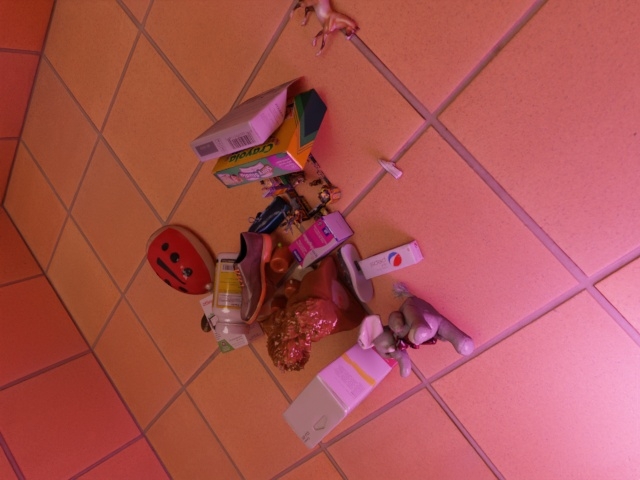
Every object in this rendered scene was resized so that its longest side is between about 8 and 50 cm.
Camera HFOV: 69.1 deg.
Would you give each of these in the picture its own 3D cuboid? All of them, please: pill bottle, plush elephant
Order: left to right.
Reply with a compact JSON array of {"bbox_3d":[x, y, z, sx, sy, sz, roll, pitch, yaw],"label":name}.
[{"bbox_3d":[-0.359,0.224,1.969,0.188,0.188,0.333,-1,81,36],"label":"pill bottle"},{"bbox_3d":[0.281,0.326,1.564,0.255,0.272,0.330,-60,38,17],"label":"plush elephant"}]

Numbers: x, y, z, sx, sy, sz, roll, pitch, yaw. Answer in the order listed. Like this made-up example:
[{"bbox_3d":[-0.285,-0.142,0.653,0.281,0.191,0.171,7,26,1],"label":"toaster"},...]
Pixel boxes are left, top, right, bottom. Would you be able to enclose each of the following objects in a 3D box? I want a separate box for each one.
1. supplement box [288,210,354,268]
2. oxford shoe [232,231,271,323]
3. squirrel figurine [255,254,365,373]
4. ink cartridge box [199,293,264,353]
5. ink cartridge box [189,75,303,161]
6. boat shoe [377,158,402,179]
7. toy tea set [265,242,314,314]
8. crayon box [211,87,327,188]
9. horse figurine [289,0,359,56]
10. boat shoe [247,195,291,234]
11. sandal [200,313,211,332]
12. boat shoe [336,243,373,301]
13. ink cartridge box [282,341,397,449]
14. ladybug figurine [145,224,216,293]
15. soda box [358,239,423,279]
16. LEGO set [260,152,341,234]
[{"bbox_3d":[0.000,0.000,1.759,0.220,0.114,0.111,-41,79,38],"label":"supplement box"},{"bbox_3d":[-0.291,0.143,1.831,0.130,0.133,0.363,-10,72,55],"label":"oxford shoe"},{"bbox_3d":[-0.086,0.297,1.718,0.371,0.397,0.280,-29,97,27],"label":"squirrel figurine"},{"bbox_3d":[-0.413,0.356,2.149,0.201,0.117,0.278,-28,86,37],"label":"ink cartridge box"},{"bbox_3d":[-0.243,-0.440,1.675,0.308,0.385,0.091,-8,123,37],"label":"ink cartridge box"},{"bbox_3d":[0.236,-0.250,1.573,0.035,0.035,0.100,-47,69,6],"label":"boat shoe"},{"bbox_3d":[-0.156,0.164,1.940,0.200,0.124,0.336,29,119,-8],"label":"toy tea set"},{"bbox_3d":[-0.184,-0.360,1.670,0.363,0.312,0.106,-8,138,36],"label":"crayon box"},{"bbox_3d":[-0.004,-0.762,1.577,0.174,0.066,0.263,-35,84,42],"label":"horse figurine"},{"bbox_3d":[-0.224,-0.083,1.918,0.258,0.109,0.089,-38,72,20],"label":"boat shoe"},{"bbox_3d":[-0.544,0.367,2.294,0.072,0.049,0.179,9,93,28],"label":"sandal"},{"bbox_3d":[0.120,0.125,1.735,0.076,0.080,0.228,-24,92,55],"label":"boat shoe"},{"bbox_3d":[0.083,0.527,1.675,0.160,0.385,0.279,45,124,17],"label":"ink cartridge box"},{"bbox_3d":[-0.687,0.104,2.245,0.450,0.162,0.304,32,119,24],"label":"ladybug figurine"},{"bbox_3d":[0.246,0.068,1.629,0.216,0.069,0.073,-23,90,38],"label":"soda box"},{"bbox_3d":[-0.104,-0.203,1.724,0.255,0.192,0.331,-30,85,37],"label":"LEGO set"}]
